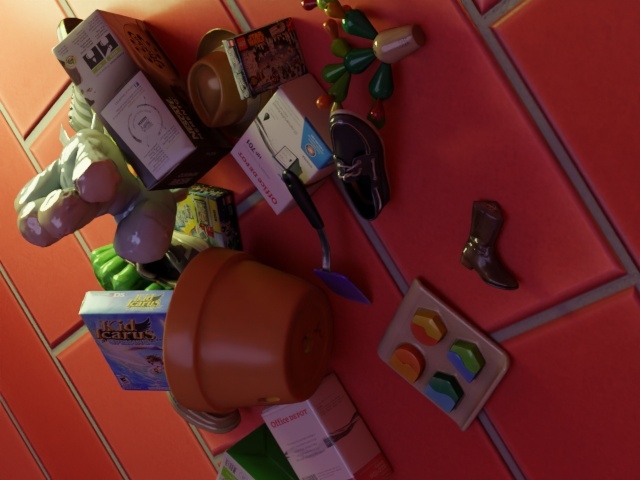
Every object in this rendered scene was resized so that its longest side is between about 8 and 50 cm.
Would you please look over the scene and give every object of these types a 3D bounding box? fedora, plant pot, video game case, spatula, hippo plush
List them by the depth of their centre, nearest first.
[{"bbox_3d":[0.000,0.000,1.784,0.084,0.030,0.296,11,137,42],"label":"spatula"},{"bbox_3d":[-0.167,-0.252,1.834,0.194,0.079,0.194,24,129,34],"label":"fedora"},{"bbox_3d":[-0.109,0.164,1.887,0.203,0.291,0.291,6,118,25],"label":"plant pot"},{"bbox_3d":[-0.379,-0.058,1.933,0.234,0.294,0.236,-38,123,17],"label":"hippo plush"},{"bbox_3d":[-0.288,0.194,2.084,0.269,0.061,0.244,-2,136,15],"label":"video game case"}]

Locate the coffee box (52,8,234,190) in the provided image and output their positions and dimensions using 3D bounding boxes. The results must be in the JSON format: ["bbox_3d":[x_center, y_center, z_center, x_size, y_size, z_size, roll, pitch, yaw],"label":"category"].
[{"bbox_3d":[-0.302,-0.238,1.888,0.119,0.168,0.297,-38,82,17],"label":"coffee box"}]

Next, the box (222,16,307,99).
[{"bbox_3d":[-0.083,-0.281,1.689,0.027,0.137,0.094,-5,110,43],"label":"box"}]

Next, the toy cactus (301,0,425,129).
[{"bbox_3d":[0.063,-0.271,1.590,0.180,0.112,0.219,-16,92,39],"label":"toy cactus"}]

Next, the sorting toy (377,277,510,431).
[{"bbox_3d":[0.188,0.188,1.763,0.208,0.038,0.193,43,136,19],"label":"sorting toy"}]

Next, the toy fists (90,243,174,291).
[{"bbox_3d":[-0.350,0.110,2.196,0.279,0.096,0.142,40,166,22],"label":"toy fists"}]

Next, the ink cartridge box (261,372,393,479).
[{"bbox_3d":[0.009,0.368,2.007,0.158,0.092,0.218,-32,90,49],"label":"ink cartridge box"}]

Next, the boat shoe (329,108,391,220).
[{"bbox_3d":[0.059,-0.109,1.641,0.075,0.065,0.206,2,143,23],"label":"boat shoe"}]

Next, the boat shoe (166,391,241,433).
[{"bbox_3d":[-0.269,0.277,2.224,0.285,0.104,0.089,38,137,24],"label":"boat shoe"}]

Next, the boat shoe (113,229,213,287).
[{"bbox_3d":[-0.307,0.029,2.057,0.285,0.092,0.103,16,123,40],"label":"boat shoe"}]

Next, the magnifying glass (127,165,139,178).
[{"bbox_3d":[-0.358,-0.107,2.152,0.092,0.026,0.231,14,119,40],"label":"magnifying glass"}]

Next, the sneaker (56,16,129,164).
[{"bbox_3d":[-0.430,-0.267,2.046,0.121,0.111,0.300,-17,96,34],"label":"sneaker"}]

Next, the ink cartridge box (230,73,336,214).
[{"bbox_3d":[-0.042,-0.152,1.767,0.140,0.082,0.191,52,137,7],"label":"ink cartridge box"}]

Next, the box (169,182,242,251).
[{"bbox_3d":[-0.216,0.007,2.059,0.159,0.044,0.233,15,122,41],"label":"box"}]

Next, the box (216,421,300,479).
[{"bbox_3d":[-0.084,0.539,2.172,0.262,0.126,0.231,38,135,23],"label":"box"}]

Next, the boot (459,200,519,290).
[{"bbox_3d":[0.255,0.005,1.596,0.106,0.037,0.114,31,127,27],"label":"boot"}]
